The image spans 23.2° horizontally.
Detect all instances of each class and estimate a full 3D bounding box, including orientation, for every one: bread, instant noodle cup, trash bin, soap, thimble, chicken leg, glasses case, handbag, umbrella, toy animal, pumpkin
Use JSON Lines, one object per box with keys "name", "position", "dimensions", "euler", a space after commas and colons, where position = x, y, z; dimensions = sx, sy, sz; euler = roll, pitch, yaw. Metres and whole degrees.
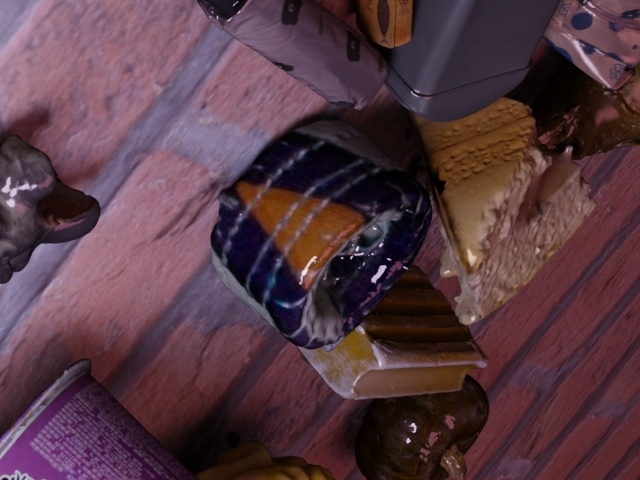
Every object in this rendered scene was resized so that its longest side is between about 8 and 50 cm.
{"name": "bread", "position": [0.153, -0.051, 1.722], "dimensions": [0.224, 0.211, 0.183], "euler": [-51, 147, -22]}
{"name": "instant noodle cup", "position": [-0.223, 0.324, 1.520], "dimensions": [0.340, 0.266, 0.340], "euler": [-54, 178, -3]}
{"name": "trash bin", "position": [0.156, -0.231, 1.592], "dimensions": [0.177, 0.101, 0.236], "euler": [-17, 149, -33]}
{"name": "soap", "position": [0.076, 0.105, 1.883], "dimensions": [0.089, 0.173, 0.274], "euler": [-49, 153, 21]}
{"name": "thimble", "position": [0.000, 0.000, 1.657], "dimensions": [0.237, 0.150, 0.237], "euler": [-37, 153, -23]}
{"name": "chicken leg", "position": [0.302, -0.143, 1.923], "dimensions": [0.429, 0.153, 0.201], "euler": [-29, 156, -19]}
{"name": "glasses case", "position": [0.058, -0.261, 1.485], "dimensions": [0.041, 0.064, 0.170], "euler": [-26, 148, -18]}
{"name": "handbag", "position": [0.344, -0.289, 1.703], "dimensions": [0.251, 0.193, 0.190], "euler": [-27, 157, -41]}
{"name": "umbrella", "position": [-0.031, -0.197, 1.440], "dimensions": [0.073, 0.067, 0.337], "euler": [-61, 151, 2]}
{"name": "toy animal", "position": [-0.321, 0.018, 1.261], "dimensions": [0.343, 0.106, 0.168], "euler": [-37, 151, -28]}
{"name": "pumpkin", "position": [0.151, 0.283, 2.244], "dimensions": [0.219, 0.162, 0.219], "euler": [-38, 156, -20]}

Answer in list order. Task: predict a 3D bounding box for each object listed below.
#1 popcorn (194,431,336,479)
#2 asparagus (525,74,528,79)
{"name": "popcorn", "position": [-0.081, 0.430, 1.904], "dimensions": [0.349, 0.381, 0.349], "euler": [-27, 161, -10]}
{"name": "asparagus", "position": [0.235, -0.223, 1.850], "dimensions": [0.015, 0.014, 0.114], "euler": [-58, 156, -17]}
